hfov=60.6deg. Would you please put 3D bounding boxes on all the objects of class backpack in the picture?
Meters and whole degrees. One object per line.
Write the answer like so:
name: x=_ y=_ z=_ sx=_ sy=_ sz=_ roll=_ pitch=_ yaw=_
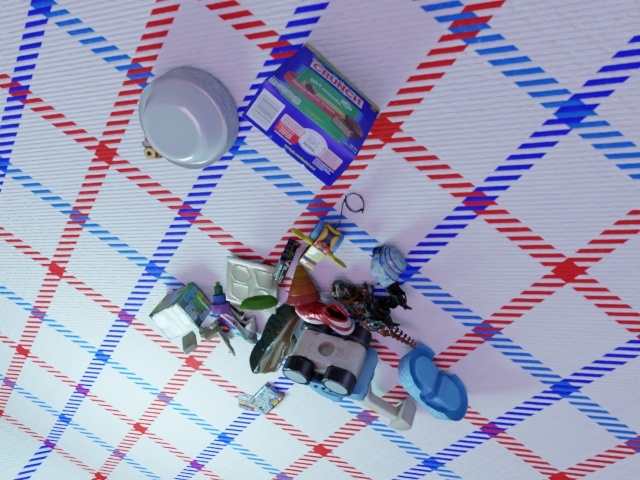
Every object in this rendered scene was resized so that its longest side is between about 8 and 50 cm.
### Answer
backpack: x=0.205 y=0.076 z=1.663 sx=0.084 sy=0.114 sz=0.105 roll=-32 pitch=107 yaw=33

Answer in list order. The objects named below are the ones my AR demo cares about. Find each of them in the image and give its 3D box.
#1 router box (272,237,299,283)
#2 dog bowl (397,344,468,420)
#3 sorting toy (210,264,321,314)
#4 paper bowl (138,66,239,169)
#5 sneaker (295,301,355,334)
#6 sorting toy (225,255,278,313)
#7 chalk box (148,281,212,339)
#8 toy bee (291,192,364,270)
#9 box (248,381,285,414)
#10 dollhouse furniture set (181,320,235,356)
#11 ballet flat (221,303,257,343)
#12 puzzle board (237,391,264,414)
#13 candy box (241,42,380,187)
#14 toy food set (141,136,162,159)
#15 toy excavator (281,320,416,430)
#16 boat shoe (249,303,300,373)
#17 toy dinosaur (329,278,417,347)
router box: x=-0.111 y=0.065 z=1.762 sx=0.038 sy=0.122 sz=0.092 roll=23 pitch=127 yaw=-2
dog bowl: x=0.377 y=0.490 z=1.855 sx=0.297 sy=0.166 sz=0.074 roll=45 pitch=136 yaw=-12
sorting toy: x=-0.185 y=0.158 z=1.817 sx=0.366 sy=0.127 sz=0.126 roll=-7 pitch=97 yaw=-6
paper bowl: x=-0.391 y=-0.339 z=1.579 sx=0.284 sy=0.148 sz=0.284 roll=8 pitch=124 yaw=13
sneaker: x=0.006 y=0.225 z=1.796 sx=0.221 sy=0.087 sz=0.128 roll=16 pitch=152 yaw=22
sorting toy: x=-0.237 y=0.153 z=1.913 sx=0.193 sy=0.038 sz=0.208 roll=13 pitch=123 yaw=11
chalk box: x=-0.496 y=0.252 z=2.018 sx=0.213 sy=0.132 sz=0.132 roll=-25 pitch=110 yaw=30
toy bee: x=0.000 y=0.000 z=1.657 sx=0.195 sy=0.162 sz=0.298 roll=19 pitch=126 yaw=9
box: x=-0.220 y=0.648 z=2.238 sx=0.094 sy=0.027 sz=0.137 roll=38 pitch=121 yaw=-6
dollhouse furniture set: x=-0.427 y=0.402 z=2.084 sx=0.151 sy=0.144 sz=0.123 roll=-32 pitch=112 yaw=-5
ballet flat: x=-0.294 y=0.291 z=2.015 sx=0.079 sy=0.077 sz=0.221 roll=-40 pitch=104 yaw=15
puzzle board: x=-0.289 y=0.690 z=2.308 sx=0.128 sy=0.011 sz=0.096 roll=12 pitch=125 yaw=11
candy box: x=-0.008 y=-0.317 z=1.351 sx=0.268 sy=0.317 sz=0.122 roll=39 pitch=125 yaw=-9
toy food set: x=-0.526 y=-0.294 z=1.733 sx=0.083 sy=0.020 sz=0.082 roll=8 pitch=124 yaw=15
toy excavator: x=0.119 y=0.495 z=1.933 sx=0.433 sy=0.222 sz=0.445 roll=12 pitch=145 yaw=19
boat shoe: x=-0.146 y=0.362 z=1.988 sx=0.120 sy=0.122 sz=0.324 roll=17 pitch=122 yaw=-27
toy dinosaur: x=0.183 y=0.226 z=1.775 sx=0.322 sy=0.164 sz=0.218 roll=21 pitch=152 yaw=-11
